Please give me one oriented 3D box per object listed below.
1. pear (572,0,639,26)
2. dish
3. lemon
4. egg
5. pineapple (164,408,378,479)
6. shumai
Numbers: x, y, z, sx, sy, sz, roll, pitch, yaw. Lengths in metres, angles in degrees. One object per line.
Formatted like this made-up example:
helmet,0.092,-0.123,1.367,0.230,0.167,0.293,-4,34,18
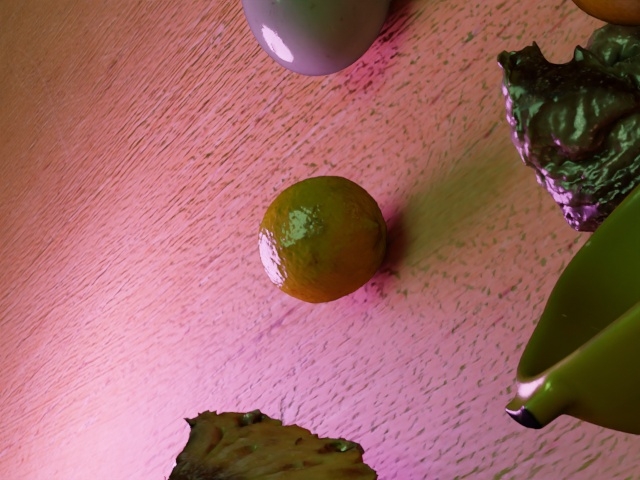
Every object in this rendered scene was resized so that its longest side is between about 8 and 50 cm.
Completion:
pear,0.213,-0.232,0.755,0.200,0.200,0.200,-39,40,44
dish,0.213,0.015,0.613,0.221,0.108,0.262,-49,-1,40
lemon,0.000,0.000,1.073,0.133,0.109,0.109,-25,51,46
egg,-0.004,-0.250,1.197,0.149,0.149,0.192,-27,58,53
pineapple,-0.013,0.305,0.890,0.344,0.209,0.286,-78,-15,-70
shumai,0.183,-0.075,0.822,0.123,0.105,0.139,7,104,58
